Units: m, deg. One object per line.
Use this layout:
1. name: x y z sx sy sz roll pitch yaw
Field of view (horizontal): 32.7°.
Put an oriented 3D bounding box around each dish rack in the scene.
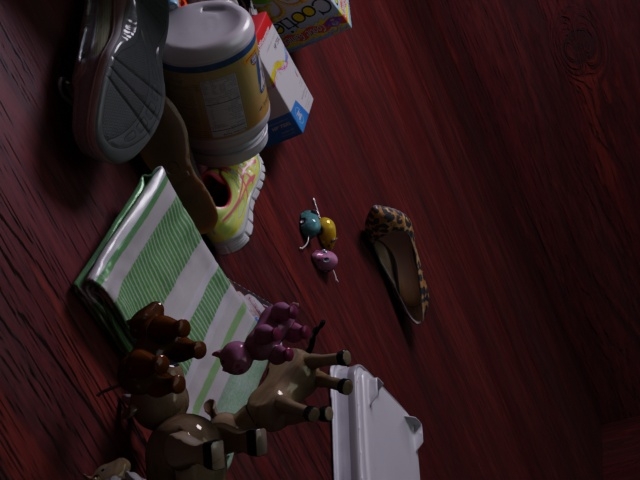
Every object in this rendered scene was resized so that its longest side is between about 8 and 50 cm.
1. dish rack: 0.110 0.384 1.833 0.285 0.072 0.333 50 30 -46

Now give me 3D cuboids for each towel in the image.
1. towel: -0.168 0.097 1.371 0.325 0.038 0.248 60 31 -29

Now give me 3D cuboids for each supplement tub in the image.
1. supplement tub: -0.149 -0.218 1.527 0.144 0.144 0.200 -85 169 -47

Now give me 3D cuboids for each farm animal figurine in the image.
1. farm animal figurine: -0.132 0.216 1.220 0.330 0.172 0.327 23 69 -47

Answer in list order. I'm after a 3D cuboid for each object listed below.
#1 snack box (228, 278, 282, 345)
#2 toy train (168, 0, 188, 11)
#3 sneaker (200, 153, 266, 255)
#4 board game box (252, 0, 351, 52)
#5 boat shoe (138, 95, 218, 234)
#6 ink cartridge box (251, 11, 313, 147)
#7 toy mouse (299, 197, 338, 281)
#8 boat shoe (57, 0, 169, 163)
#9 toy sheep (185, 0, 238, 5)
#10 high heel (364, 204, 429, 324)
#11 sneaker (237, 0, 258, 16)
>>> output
1. snack box: -0.108 0.105 1.580 0.178 0.022 0.064 37 41 -57
2. toy train: -0.215 -0.306 1.635 0.125 0.046 0.166 48 28 -43
3. sneaker: -0.138 -0.086 1.587 0.094 0.081 0.209 48 31 -42
4. board game box: -0.067 -0.501 2.033 0.275 0.144 0.142 41 36 -52
5. boat shoe: -0.204 -0.102 1.462 0.073 0.073 0.207 14 -54 69
6. ink cartridge box: -0.104 -0.293 1.853 0.231 0.078 0.134 60 23 -27
7. toy mouse: 0.000 0.000 1.933 0.143 0.031 0.161 -15 86 -70
8. boat shoe: -0.265 -0.223 1.374 0.118 0.103 0.321 49 34 -49
9. toy sheep: -0.171 -0.366 1.732 0.091 0.091 0.132 48 6 -47
10. high heel: 0.162 0.049 2.207 0.261 0.093 0.186 56 17 -56
11. sneaker: -0.123 -0.385 1.941 0.044 0.040 0.109 45 33 -53
